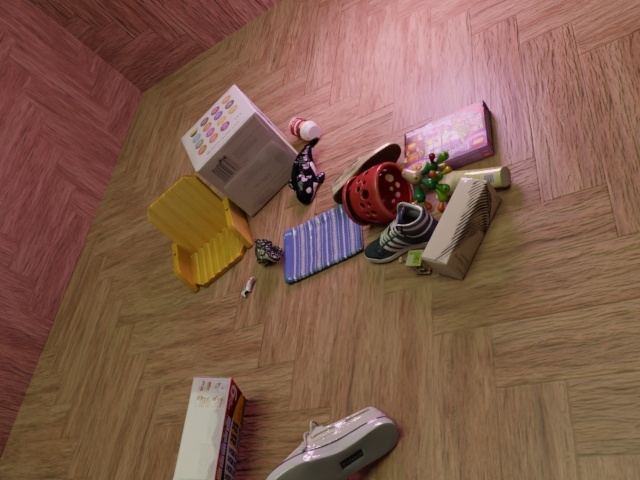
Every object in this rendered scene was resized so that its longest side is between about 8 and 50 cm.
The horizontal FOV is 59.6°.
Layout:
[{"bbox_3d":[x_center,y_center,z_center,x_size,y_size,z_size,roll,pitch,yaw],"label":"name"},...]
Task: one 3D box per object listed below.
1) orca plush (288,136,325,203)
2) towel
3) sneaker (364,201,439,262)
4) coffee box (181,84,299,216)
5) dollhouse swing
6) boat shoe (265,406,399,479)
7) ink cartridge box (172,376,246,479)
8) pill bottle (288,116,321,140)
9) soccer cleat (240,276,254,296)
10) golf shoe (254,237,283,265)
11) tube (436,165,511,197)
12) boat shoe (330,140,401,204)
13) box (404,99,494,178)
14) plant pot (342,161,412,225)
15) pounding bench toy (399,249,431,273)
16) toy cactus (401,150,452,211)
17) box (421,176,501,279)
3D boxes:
[{"bbox_3d":[-0.060,-0.291,2.202,0.151,0.102,0.287,8,68,26],"label":"orca plush"},{"bbox_3d":[0.000,0.000,2.003,0.336,0.040,0.243,-26,46,27],"label":"towel"},{"bbox_3d":[0.227,-0.024,1.713,0.282,0.153,0.099,-20,49,33],"label":"sneaker"},{"bbox_3d":[-0.330,-0.382,2.370,0.337,0.338,0.334,-43,40,8],"label":"coffee box"},{"bbox_3d":[-0.524,-0.038,2.325,0.347,0.305,0.315,-37,41,15],"label":"dollhouse swing"},{"bbox_3d":[0.010,0.531,1.443,0.367,0.136,0.156,-26,24,-15],"label":"boat shoe"},{"bbox_3d":[-0.325,0.618,1.738,0.130,0.272,0.309,-1,56,8],"label":"ink cartridge box"},{"bbox_3d":[-0.065,-0.475,2.386,0.086,0.086,0.152,-54,39,-3],"label":"pill bottle"},{"bbox_3d":[-0.274,0.179,2.139,0.035,0.029,0.083,33,89,42],"label":"soccer cleat"},{"bbox_3d":[-0.197,0.059,2.121,0.198,0.077,0.094,-144,61,-62],"label":"golf shoe"},{"bbox_3d":[0.456,-0.182,1.695,0.240,0.062,0.070,-3,26,49],"label":"tube"},{"bbox_3d":[0.153,-0.258,2.002,0.302,0.109,0.098,-41,41,21],"label":"boat shoe"},{"bbox_3d":[0.414,-0.320,1.834,0.293,0.057,0.201,-20,50,33],"label":"box"},{"bbox_3d":[0.179,-0.146,1.827,0.174,0.191,0.191,-11,54,45],"label":"plant pot"},{"bbox_3d":[0.282,0.067,1.661,0.083,0.065,0.052,-5,59,42],"label":"pounding bench toy"},{"bbox_3d":[0.320,-0.179,1.737,0.180,0.112,0.219,32,120,44],"label":"toy cactus"},{"bbox_3d":[0.402,-0.036,1.591,0.094,0.113,0.275,16,74,47],"label":"box"}]
